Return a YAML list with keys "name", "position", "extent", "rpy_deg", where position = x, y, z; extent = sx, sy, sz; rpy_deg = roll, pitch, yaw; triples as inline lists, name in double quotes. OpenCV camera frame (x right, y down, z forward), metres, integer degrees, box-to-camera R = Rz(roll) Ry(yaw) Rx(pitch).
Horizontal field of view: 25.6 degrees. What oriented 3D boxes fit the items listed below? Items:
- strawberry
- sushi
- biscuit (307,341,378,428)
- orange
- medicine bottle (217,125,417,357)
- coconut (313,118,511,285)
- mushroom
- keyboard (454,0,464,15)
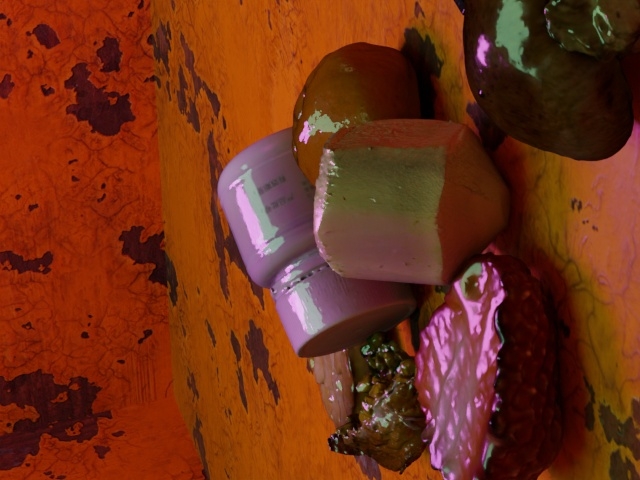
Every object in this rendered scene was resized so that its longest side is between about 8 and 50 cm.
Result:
- name: "strawberry"
  position: [0.238, 0.177, 1.816]
  extent: [0.265, 0.149, 0.336]
  rpy_deg: [-118, 33, -57]
- name: "sushi"
  position: [0.106, 0.266, 2.246]
  extent: [0.179, 0.167, 0.296]
  rpy_deg: [35, 162, 3]
- name: "biscuit"
  position: [0.048, 0.192, 2.490]
  extent: [0.296, 0.102, 0.296]
  rpy_deg: [171, 90, -76]
- name: "orange"
  position: [0.049, -0.163, 2.056]
  extent: [0.249, 0.183, 0.249]
  rpy_deg: [176, 90, -84]
- name: "medicine bottle"
  position: [0.000, 0.000, 2.254]
  extent: [0.325, 0.256, 0.256]
  rpy_deg: [66, 160, 16]
- name: "coconut"
  position: [0.127, -0.055, 1.848]
  extent: [0.233, 0.245, 0.233]
  rpy_deg: [4, -90, -79]
- name: "mushroom"
  position: [0.243, -0.214, 1.423]
  extent: [0.283, 0.195, 0.263]
  rpy_deg: [135, 127, -70]
- name: "keyboard"
  position: [0.163, -0.393, 1.866]
  extent: [0.072, 0.023, 0.231]
  rpy_deg: [107, 148, -45]
